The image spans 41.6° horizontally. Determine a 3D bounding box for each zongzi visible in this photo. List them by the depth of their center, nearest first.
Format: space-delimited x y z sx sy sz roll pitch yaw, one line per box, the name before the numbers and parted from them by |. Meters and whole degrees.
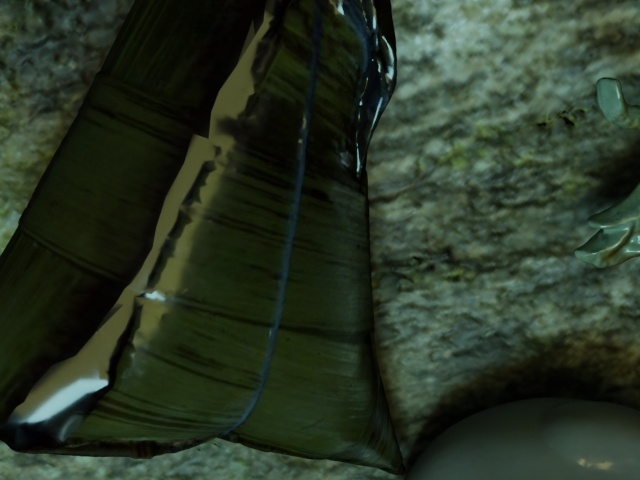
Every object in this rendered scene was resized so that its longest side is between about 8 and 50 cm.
zongzi | 0.000 0.000 0.469 0.300 0.138 0.286 27 97 -32

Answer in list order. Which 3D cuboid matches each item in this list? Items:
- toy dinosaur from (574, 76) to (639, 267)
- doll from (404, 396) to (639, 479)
toy dinosaur | 0.269 -0.151 0.426 0.393 0.092 0.205 -33 110 8
doll | 0.151 0.213 0.500 0.251 0.221 0.221 8 111 -9
